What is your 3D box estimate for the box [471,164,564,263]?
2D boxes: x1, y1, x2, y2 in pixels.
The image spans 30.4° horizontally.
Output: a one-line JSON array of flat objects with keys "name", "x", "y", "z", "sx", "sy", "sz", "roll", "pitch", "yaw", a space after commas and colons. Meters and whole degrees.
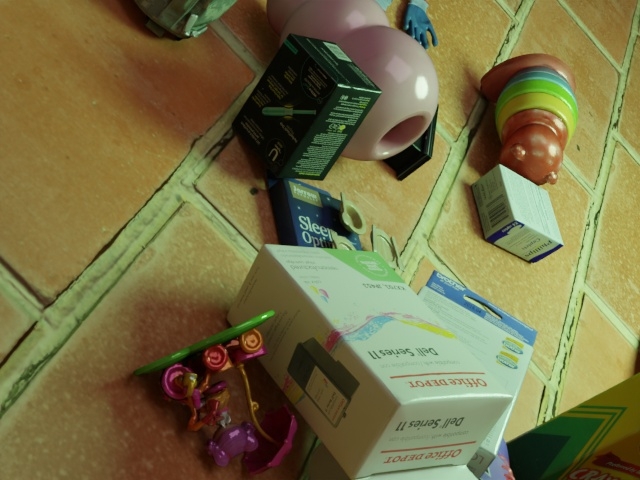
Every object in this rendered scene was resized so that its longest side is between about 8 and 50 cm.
[{"name": "box", "x": 0.341, "y": -0.044, "z": 2.040, "sx": 0.137, "sy": 0.072, "sz": 0.126, "roll": 24, "pitch": 43, "yaw": -36}]

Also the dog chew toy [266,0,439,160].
[{"name": "dog chew toy", "x": 0.032, "y": -0.282, "z": 1.775, "sx": 0.206, "sy": 0.206, "sz": 0.332, "roll": -6, "pitch": 57, "yaw": -53}]

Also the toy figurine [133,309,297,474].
[{"name": "toy figurine", "x": -0.096, "y": 0.180, "z": 1.277, "sx": 0.173, "sy": 0.130, "sz": 0.159, "roll": -21, "pitch": 86, "yaw": -34}]

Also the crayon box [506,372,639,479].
[{"name": "crayon box", "x": 0.439, "y": 0.276, "z": 1.641, "sx": 0.202, "sy": 0.318, "sz": 0.081, "roll": 23, "pitch": 43, "yaw": -37}]

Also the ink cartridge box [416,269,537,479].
[{"name": "ink cartridge box", "x": 0.180, "y": 0.173, "z": 1.599, "sx": 0.185, "sy": 0.065, "sz": 0.311, "roll": 30, "pitch": 36, "yaw": 5}]

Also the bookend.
[{"name": "bookend", "x": 0.108, "y": -0.206, "z": 1.901, "sx": 0.157, "sy": 0.072, "sz": 0.156, "roll": 39, "pitch": 36, "yaw": -20}]

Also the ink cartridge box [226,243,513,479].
[{"name": "ink cartridge box", "x": 0.073, "y": 0.157, "z": 1.358, "sx": 0.207, "sy": 0.119, "sz": 0.353, "roll": 4, "pitch": 34, "yaw": -45}]

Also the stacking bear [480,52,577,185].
[{"name": "stacking bear", "x": 0.392, "y": -0.208, "z": 2.169, "sx": 0.175, "sy": 0.164, "sz": 0.289, "roll": 40, "pitch": 36, "yaw": -20}]

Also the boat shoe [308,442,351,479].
[{"name": "boat shoe", "x": 0.084, "y": 0.338, "z": 1.354, "sx": 0.268, "sy": 0.096, "sz": 0.088, "roll": 53, "pitch": 23, "yaw": 5}]

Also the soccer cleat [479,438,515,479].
[{"name": "soccer cleat", "x": 0.224, "y": 0.348, "z": 1.492, "sx": 0.108, "sy": 0.116, "sz": 0.318, "roll": 40, "pitch": 35, "yaw": -19}]

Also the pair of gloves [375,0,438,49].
[{"name": "pair of gloves", "x": 0.148, "y": -0.440, "z": 2.214, "sx": 0.198, "sy": 0.023, "sz": 0.159, "roll": 35, "pitch": 39, "yaw": -24}]

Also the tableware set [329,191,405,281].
[{"name": "tableware set", "x": 0.069, "y": 0.015, "z": 1.633, "sx": 0.168, "sy": 0.020, "sz": 0.141, "roll": 37, "pitch": 34, "yaw": -35}]

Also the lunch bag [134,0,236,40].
[{"name": "lunch bag", "x": -0.145, "y": -0.452, "z": 1.615, "sx": 0.212, "sy": 0.305, "sz": 0.256, "roll": 27, "pitch": 38, "yaw": -30}]

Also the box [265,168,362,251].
[{"name": "box", "x": 0.000, "y": 0.000, "z": 1.613, "sx": 0.136, "sy": 0.036, "sz": 0.225, "roll": 19, "pitch": 45, "yaw": -41}]

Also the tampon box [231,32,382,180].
[{"name": "tampon box", "x": -0.020, "y": -0.181, "z": 1.616, "sx": 0.101, "sy": 0.161, "sz": 0.120, "roll": 1, "pitch": 42, "yaw": -50}]
